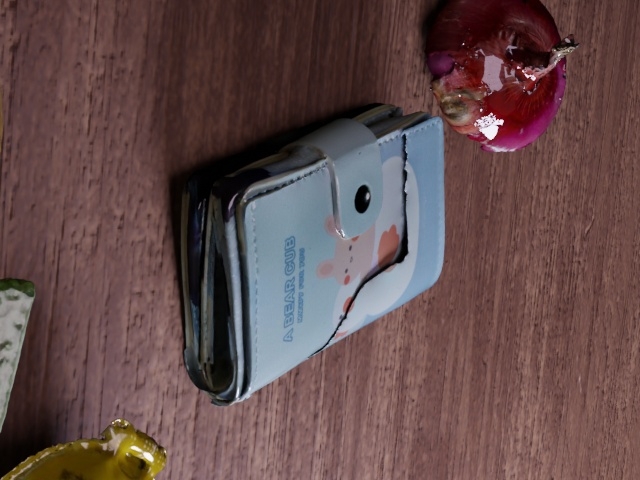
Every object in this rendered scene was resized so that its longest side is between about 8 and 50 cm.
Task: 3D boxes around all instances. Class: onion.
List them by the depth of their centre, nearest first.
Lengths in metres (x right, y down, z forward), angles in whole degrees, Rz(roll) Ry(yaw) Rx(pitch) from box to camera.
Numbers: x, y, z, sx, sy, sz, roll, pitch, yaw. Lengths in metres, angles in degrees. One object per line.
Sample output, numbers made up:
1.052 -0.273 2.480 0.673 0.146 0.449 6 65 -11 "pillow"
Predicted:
0.174 -0.154 1.073 0.150 0.140 0.150 6 81 -41 "onion"

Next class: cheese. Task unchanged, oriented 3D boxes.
-0.181 0.219 0.755 0.250 0.064 0.156 -57 137 -14 "cheese"

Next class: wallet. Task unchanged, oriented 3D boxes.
0.000 0.000 0.938 0.250 0.075 0.176 -27 125 -47 "wallet"

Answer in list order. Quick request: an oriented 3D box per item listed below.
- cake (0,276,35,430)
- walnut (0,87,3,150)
-0.251 0.041 0.592 0.235 0.099 0.100 20 80 -52 "cake"
-0.237 -0.077 0.500 0.245 0.198 0.198 46 57 -13 "walnut"
